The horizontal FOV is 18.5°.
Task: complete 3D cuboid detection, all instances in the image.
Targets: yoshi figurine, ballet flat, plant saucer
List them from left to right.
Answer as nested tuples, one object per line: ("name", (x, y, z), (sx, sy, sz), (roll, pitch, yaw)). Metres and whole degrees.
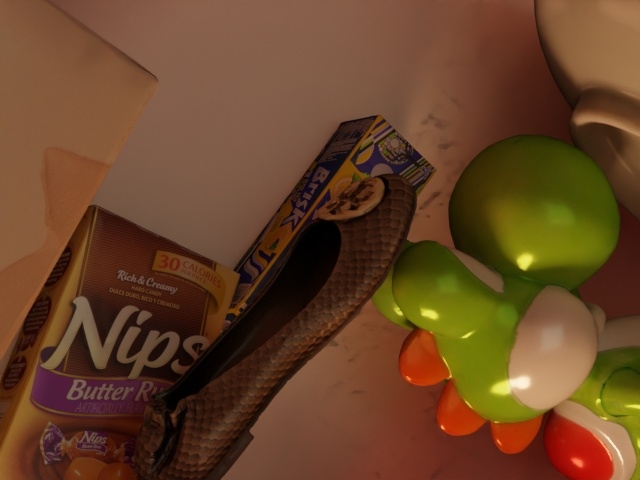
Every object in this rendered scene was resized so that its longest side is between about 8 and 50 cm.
("ballet flat", (-0.030, 0.048, 1.187), (0.058, 0.084, 0.250), (44, 75, -19))
("yoshi figurine", (0.204, 0.052, 1.311), (0.362, 0.203, 0.203), (28, 45, -27))
("plant saucer", (0.271, -0.048, 1.249), (0.400, 0.400, 0.100), (41, 83, -19))

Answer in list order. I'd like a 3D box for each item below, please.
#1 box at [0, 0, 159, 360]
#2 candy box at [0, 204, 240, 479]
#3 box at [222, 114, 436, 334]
("box", (-0.233, 0.010, 1.102), (0.121, 0.148, 0.311), (36, 72, -22))
("candy box", (-0.133, 0.084, 1.202), (0.109, 0.053, 0.186), (26, 73, -24))
("box", (0.000, 0.000, 1.279), (0.059, 0.054, 0.169), (43, 68, -18))
